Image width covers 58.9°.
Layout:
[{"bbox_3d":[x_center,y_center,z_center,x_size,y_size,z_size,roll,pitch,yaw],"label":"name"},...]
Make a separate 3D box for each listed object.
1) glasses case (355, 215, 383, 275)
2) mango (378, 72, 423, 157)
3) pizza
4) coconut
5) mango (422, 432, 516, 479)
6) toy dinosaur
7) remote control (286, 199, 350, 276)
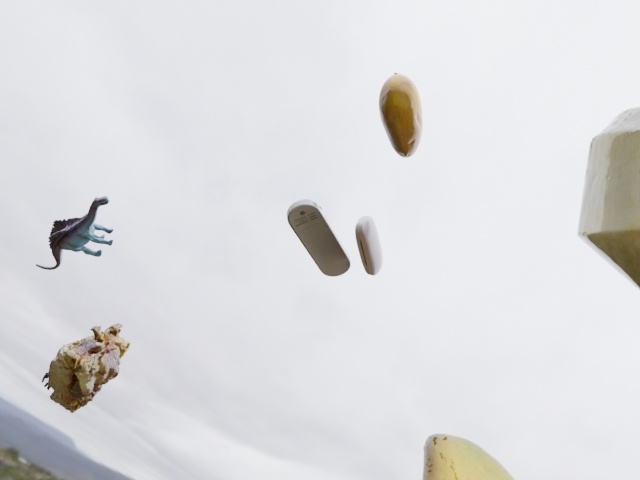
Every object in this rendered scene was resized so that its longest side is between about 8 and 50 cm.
[{"bbox_3d":[0.062,0.007,0.718,0.021,0.032,0.083,7,-51,33],"label":"glasses case"},{"bbox_3d":[0.212,-0.318,1.482,0.110,0.147,0.227,-9,-58,7],"label":"mango"},{"bbox_3d":[-0.347,0.191,0.852,0.069,0.154,0.194,40,-19,3],"label":"pizza"},{"bbox_3d":[0.402,-0.041,0.645,0.202,0.221,0.202,6,0,0],"label":"coconut"},{"bbox_3d":[0.231,0.423,0.821,0.177,0.316,0.119,-15,-45,1],"label":"mango"},{"bbox_3d":[-0.361,-0.006,0.850,0.197,0.045,0.080,-36,-44,29],"label":"toy dinosaur"},{"bbox_3d":[0.000,0.000,1.272,0.077,0.022,0.245,-24,-48,10],"label":"remote control"}]
